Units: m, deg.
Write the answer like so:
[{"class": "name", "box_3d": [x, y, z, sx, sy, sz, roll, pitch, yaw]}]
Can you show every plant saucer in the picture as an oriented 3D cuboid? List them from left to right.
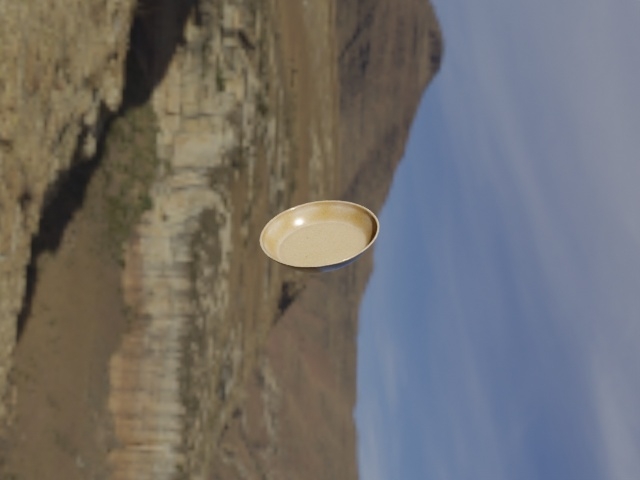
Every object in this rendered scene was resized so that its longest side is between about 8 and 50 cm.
[{"class": "plant saucer", "box_3d": [0.000, 0.000, 0.797, 0.083, 0.083, 0.015, -92, 175, -57]}]
